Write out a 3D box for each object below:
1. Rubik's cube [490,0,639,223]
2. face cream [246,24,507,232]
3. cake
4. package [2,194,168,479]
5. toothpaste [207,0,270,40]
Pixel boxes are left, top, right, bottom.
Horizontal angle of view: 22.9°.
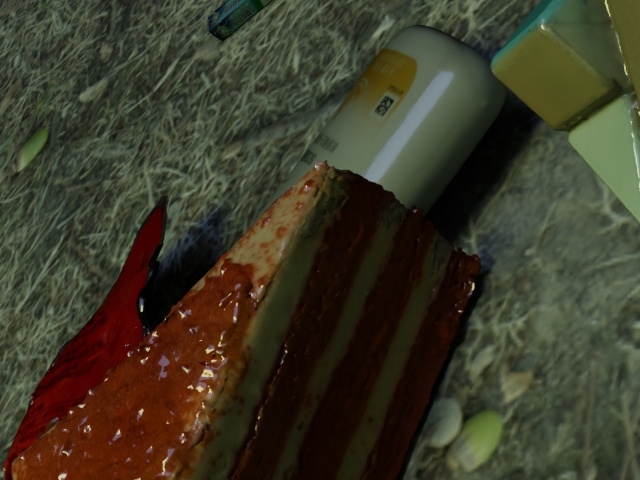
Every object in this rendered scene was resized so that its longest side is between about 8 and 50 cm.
[{"bbox_3d":[0.217,-0.106,0.668,0.213,0.265,0.224,138,120,-68],"label":"Rubik's cube"},{"bbox_3d":[0.000,0.000,0.972,0.291,0.071,0.144,-54,18,3],"label":"face cream"},{"bbox_3d":[-0.019,0.105,0.838,0.262,0.158,0.159,-47,38,12],"label":"cake"},{"bbox_3d":[-0.162,0.106,1.062,0.194,0.071,0.269,-41,32,30],"label":"package"},{"bbox_3d":[-0.056,-0.193,1.261,0.083,0.017,0.020,-36,38,27],"label":"toothpaste"}]
